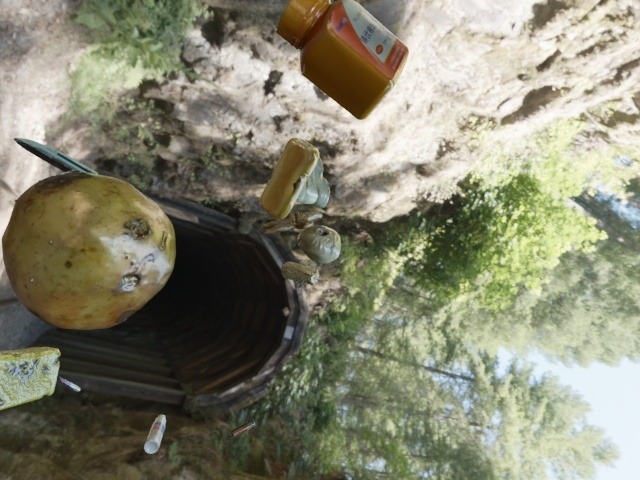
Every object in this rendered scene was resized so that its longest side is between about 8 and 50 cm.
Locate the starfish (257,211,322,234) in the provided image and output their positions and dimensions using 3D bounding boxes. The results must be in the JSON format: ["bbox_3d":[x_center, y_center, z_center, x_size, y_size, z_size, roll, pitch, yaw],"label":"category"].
[{"bbox_3d":[-0.086,-0.057,1.313,0.240,0.227,0.043,21,-52,68],"label":"starfish"}]

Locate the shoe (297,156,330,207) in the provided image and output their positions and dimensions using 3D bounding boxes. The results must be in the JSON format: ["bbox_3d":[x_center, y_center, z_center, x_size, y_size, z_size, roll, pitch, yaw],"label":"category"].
[{"bbox_3d":[-0.094,-0.308,1.871,0.132,0.210,0.342,-51,-131,46],"label":"shoe"}]

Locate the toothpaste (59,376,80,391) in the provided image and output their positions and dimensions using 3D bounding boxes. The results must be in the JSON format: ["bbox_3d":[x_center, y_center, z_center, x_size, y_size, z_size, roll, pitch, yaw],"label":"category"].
[{"bbox_3d":[-0.798,0.458,1.276,0.015,0.083,0.024,-41,-131,-20],"label":"toothpaste"}]

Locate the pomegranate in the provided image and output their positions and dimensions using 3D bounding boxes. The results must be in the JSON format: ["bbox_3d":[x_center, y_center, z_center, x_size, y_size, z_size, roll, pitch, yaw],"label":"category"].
[{"bbox_3d":[-0.406,0.016,0.718,0.281,0.281,0.281,-45,-145,45],"label":"pomegranate"}]

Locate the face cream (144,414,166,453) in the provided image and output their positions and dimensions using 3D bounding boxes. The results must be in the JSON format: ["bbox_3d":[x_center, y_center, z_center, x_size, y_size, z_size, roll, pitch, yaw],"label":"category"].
[{"bbox_3d":[-0.402,0.469,0.986,0.130,0.034,0.034,-160,-91,-77],"label":"face cream"}]

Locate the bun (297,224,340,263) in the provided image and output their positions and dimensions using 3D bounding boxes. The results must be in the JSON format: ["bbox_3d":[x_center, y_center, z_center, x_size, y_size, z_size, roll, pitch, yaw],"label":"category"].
[{"bbox_3d":[0.000,0.000,1.554,0.114,0.172,0.167,113,-23,-45],"label":"bun"}]

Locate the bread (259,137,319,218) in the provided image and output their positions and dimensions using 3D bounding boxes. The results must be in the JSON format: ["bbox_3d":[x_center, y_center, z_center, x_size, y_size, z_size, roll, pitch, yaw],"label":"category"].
[{"bbox_3d":[-0.118,-0.232,1.517,0.142,0.091,0.305,36,-75,23],"label":"bread"}]

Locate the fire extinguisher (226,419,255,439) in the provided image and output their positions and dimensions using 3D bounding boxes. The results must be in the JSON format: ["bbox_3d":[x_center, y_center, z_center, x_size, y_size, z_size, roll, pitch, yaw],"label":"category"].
[{"bbox_3d":[-0.223,0.530,1.119,0.022,0.083,0.028,45,-36,42],"label":"fire extinguisher"}]

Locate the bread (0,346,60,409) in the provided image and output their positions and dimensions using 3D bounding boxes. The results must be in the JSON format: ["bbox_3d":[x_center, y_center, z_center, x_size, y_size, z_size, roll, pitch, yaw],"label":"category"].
[{"bbox_3d":[-0.790,0.346,0.993,0.361,0.077,0.139,84,8,-80],"label":"bread"}]

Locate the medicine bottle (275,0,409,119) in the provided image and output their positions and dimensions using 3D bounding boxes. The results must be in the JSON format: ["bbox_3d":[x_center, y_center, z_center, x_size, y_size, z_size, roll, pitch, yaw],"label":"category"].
[{"bbox_3d":[0.038,-0.347,0.725,0.112,0.222,0.149,-39,-160,51],"label":"medicine bottle"}]

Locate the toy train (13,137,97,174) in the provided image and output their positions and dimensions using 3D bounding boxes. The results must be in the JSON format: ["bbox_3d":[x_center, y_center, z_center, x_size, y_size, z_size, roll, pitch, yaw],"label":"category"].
[{"bbox_3d":[-0.897,-0.281,1.367,0.055,0.251,0.048,-19,-133,43],"label":"toy train"}]

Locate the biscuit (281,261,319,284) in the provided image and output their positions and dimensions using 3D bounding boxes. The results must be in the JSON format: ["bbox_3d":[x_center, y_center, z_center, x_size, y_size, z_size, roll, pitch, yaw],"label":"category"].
[{"bbox_3d":[-0.089,0.143,1.735,0.082,0.168,0.071,-42,139,-54],"label":"biscuit"}]
